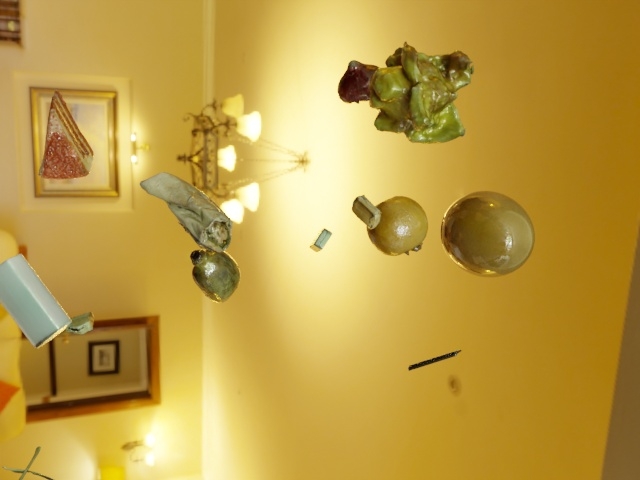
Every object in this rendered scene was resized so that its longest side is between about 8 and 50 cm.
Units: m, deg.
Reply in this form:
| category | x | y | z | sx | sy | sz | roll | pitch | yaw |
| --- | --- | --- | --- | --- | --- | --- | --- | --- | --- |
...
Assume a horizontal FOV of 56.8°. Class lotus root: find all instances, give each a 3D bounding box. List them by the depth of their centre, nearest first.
| category | x | y | z | sx | sy | sz | roll | pitch | yaw |
| --- | --- | --- | --- | --- | --- | --- | --- | --- | --- |
| lotus root | -0.392 | 0.126 | 2.190 | 0.309 | 0.173 | 0.173 | 69 | 6 | -64 |

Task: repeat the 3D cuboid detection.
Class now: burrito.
| category | x | y | z | sx | sy | sz | roll | pitch | yaw |
| --- | --- | --- | --- | --- | --- | --- | --- | --- | --- |
| burrito | -0.440 | -0.111 | 1.987 | 0.332 | 0.190 | 0.135 | 41 | -83 | 19 |

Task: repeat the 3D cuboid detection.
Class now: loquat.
| category | x | y | z | sx | sy | sz | roll | pitch | yaw |
| --- | --- | --- | --- | --- | --- | --- | --- | --- | --- |
| loquat | 0.333 | -0.057 | 2.542 | 0.275 | 0.275 | 0.274 | 178 | -90 | -68 |

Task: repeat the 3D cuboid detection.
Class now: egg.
| category | x | y | z | sx | sy | sz | roll | pitch | yaw |
| --- | --- | --- | --- | --- | --- | --- | --- | --- | --- |
| egg | 0.483 | -0.016 | 1.709 | 0.322 | 0.250 | 0.249 | -129 | -139 | -73 |

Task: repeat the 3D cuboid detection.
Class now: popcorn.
| category | x | y | z | sx | sy | sz | roll | pitch | yaw |
| --- | --- | --- | --- | --- | --- | --- | --- | --- | --- |
| popcorn | 0.300 | -0.424 | 1.825 | 0.290 | 0.326 | 0.321 | -16 | -140 | 58 |

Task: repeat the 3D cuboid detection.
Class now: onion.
| category | x | y | z | sx | sy | sz | roll | pitch | yaw |
| --- | --- | --- | --- | --- | --- | --- | --- | --- | --- |
| onion | 0.139 | -0.544 | 2.008 | 0.184 | 0.184 | 0.147 | 57 | -8 | 51 |

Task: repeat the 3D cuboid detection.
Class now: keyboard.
| category | x | y | z | sx | sy | sz | roll | pitch | yaw |
| --- | --- | --- | --- | --- | --- | --- | --- | --- | --- |
| keyboard | 0.393 | 0.412 | 2.048 | 0.196 | 0.060 | 0.018 | -27 | -101 | 33 |

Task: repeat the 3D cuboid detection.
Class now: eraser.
| category | x | y | z | sx | sy | sz | roll | pitch | yaw |
| --- | --- | --- | --- | --- | --- | --- | --- | --- | --- |
| eraser | -0.976 | 0.206 | 1.977 | 0.189 | 0.104 | 0.290 | -30 | -84 | 38 |

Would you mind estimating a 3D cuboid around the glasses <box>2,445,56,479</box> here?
| category | x | y | z | sx | sy | sz | roll | pitch | yaw |
| --- | --- | --- | --- | --- | --- | --- | --- | --- | --- |
| glasses | -0.980 | 0.819 | 1.996 | 0.102 | 0.239 | 0.206 | -38 | -110 | 24 |

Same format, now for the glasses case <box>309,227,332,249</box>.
| category | x | y | z | sx | sy | sz | roll | pitch | yaw |
| --- | --- | --- | --- | --- | --- | --- | --- | --- | --- |
| glasses case | 0.000 | 0.000 | 2.235 | 0.077 | 0.039 | 0.184 | -57 | -177 | -7 |

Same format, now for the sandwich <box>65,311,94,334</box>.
| category | x | y | z | sx | sy | sz | roll | pitch | yaw |
| --- | --- | --- | --- | --- | --- | --- | --- | --- | --- |
| sandwich | -0.857 | 0.300 | 2.094 | 0.093 | 0.105 | 0.035 | -115 | -169 | -64 |

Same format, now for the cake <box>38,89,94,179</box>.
| category | x | y | z | sx | sy | sz | roll | pitch | yaw |
| --- | --- | --- | --- | --- | --- | --- | --- | --- | --- |
| cake | -0.816 | -0.330 | 1.939 | 0.158 | 0.160 | 0.262 | -107 | -145 | -47 |

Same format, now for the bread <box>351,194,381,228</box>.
| category | x | y | z | sx | sy | sz | roll | pitch | yaw |
| --- | --- | --- | --- | --- | --- | --- | --- | --- | --- |
| bread | 0.142 | -0.089 | 1.818 | 0.106 | 0.053 | 0.072 | 49 | -43 | 32 |
